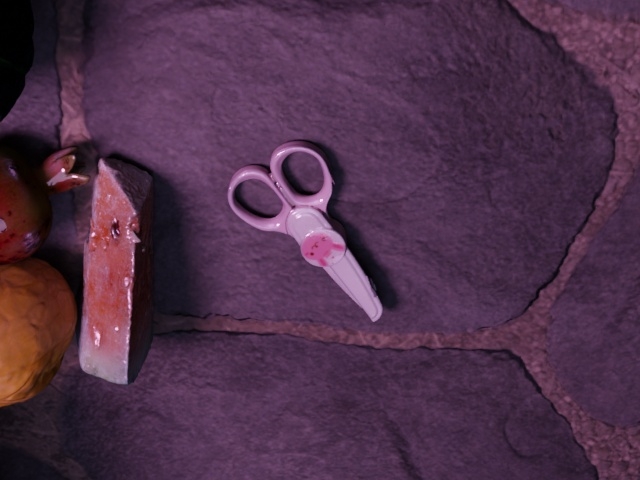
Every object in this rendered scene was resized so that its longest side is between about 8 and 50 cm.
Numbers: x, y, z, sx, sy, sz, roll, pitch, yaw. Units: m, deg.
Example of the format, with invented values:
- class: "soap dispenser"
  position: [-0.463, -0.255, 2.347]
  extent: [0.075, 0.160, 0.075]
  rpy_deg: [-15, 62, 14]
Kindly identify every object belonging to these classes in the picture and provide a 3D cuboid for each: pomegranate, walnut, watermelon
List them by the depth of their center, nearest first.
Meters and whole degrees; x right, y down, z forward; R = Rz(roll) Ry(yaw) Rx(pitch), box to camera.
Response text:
- class: "pomegranate"
  position: [-0.319, -0.037, 1.363]
  extent: [0.159, 0.129, 0.129]
  rpy_deg: [-2, 124, -9]
- class: "walnut"
  position: [-0.346, 0.097, 1.405]
  extent: [0.159, 0.207, 0.159]
  rpy_deg: [6, 111, 17]
- class: "watermelon"
  position: [-0.221, 0.030, 1.418]
  extent: [0.094, 0.154, 0.241]
  rpy_deg: [6, 110, -7]

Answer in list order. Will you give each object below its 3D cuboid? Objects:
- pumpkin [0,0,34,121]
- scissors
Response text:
- class: "pumpkin"
  position: [-0.386, -0.185, 1.224]
  extent: [0.248, 0.248, 0.248]
  rpy_deg: [-1, 124, -2]
- class: "scissors"
  position: [0.000, 0.000, 1.453]
  extent: [0.118, 0.030, 0.242]
  rpy_deg: [-28, 118, 17]
